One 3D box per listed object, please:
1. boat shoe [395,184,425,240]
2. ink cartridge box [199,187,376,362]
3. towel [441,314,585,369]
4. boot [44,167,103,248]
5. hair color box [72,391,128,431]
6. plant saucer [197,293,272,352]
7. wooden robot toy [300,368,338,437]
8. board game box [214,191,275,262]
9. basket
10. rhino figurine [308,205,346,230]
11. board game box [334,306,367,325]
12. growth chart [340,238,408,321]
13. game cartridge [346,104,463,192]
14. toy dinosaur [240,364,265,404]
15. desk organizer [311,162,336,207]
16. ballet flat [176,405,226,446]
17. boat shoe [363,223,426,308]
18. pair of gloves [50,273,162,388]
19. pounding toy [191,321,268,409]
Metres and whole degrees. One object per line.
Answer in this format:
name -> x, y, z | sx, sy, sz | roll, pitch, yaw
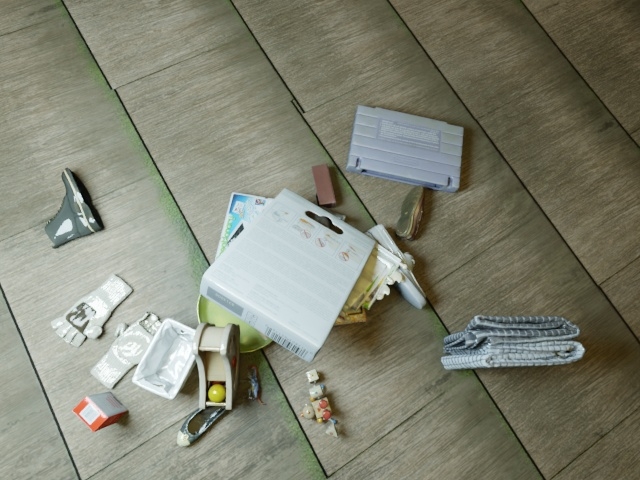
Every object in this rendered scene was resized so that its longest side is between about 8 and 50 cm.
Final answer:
boat shoe -> 0.282, -0.082, 1.252 | 0.060, 0.064, 0.178 | 30, 71, -30
ink cartridge box -> -0.063, 0.064, 1.045 | 0.308, 0.091, 0.385 | 31, 46, 4
towel -> 0.482, 0.270, 1.078 | 0.283, 0.235, 0.121 | 1, 70, -8
boot -> -0.702, -0.089, 1.125 | 0.137, 0.077, 0.198 | -28, 78, -9
hair color box -> -0.511, 0.397, 0.966 | 0.072, 0.141, 0.043 | 41, 74, 6
plant saucer -> -0.209, 0.181, 1.121 | 0.241, 0.037, 0.241 | 2, 72, -6
wooden robot toy -> -0.017, 0.427, 1.059 | 0.079, 0.076, 0.173 | -20, 77, -1
board game box -> -0.178, 0.018, 1.135 | 0.193, 0.053, 0.305 | 9, 61, -4
basket -> -0.368, 0.294, 1.034 | 0.113, 0.103, 0.167 | 24, 73, 0
rhino figurine -> 0.000, 0.000, 1.155 | 0.106, 0.073, 0.243 | 15, 54, 2
board game box -> 0.040, 0.141, 1.158 | 0.146, 0.045, 0.194 | -5, 74, -9
growth chart -> 0.106, 0.103, 1.116 | 0.237, 0.021, 0.172 | -42, 72, -10
game cartridge -> 0.271, -0.293, 1.310 | 0.355, 0.068, 0.230 | 11, 69, -3
toy dinosaur -> -0.176, 0.373, 1.079 | 0.090, 0.047, 0.082 | 45, 47, -36
desk organizer -> 0.007, -0.162, 1.244 | 0.050, 0.047, 0.130 | -10, 75, -7
ballet flat -> -0.288, 0.439, 1.029 | 0.057, 0.049, 0.173 | 45, 74, 5
boat shoe -> 0.225, 0.069, 1.182 | 0.088, 0.096, 0.267 | -35, 72, -10
pair of gloves -> -0.539, 0.230, 1.065 | 0.204, 0.042, 0.240 | -42, 83, -16
pounding toy -> -0.209, 0.268, 0.980 | 0.154, 0.154, 0.270 | 2, 97, 0
